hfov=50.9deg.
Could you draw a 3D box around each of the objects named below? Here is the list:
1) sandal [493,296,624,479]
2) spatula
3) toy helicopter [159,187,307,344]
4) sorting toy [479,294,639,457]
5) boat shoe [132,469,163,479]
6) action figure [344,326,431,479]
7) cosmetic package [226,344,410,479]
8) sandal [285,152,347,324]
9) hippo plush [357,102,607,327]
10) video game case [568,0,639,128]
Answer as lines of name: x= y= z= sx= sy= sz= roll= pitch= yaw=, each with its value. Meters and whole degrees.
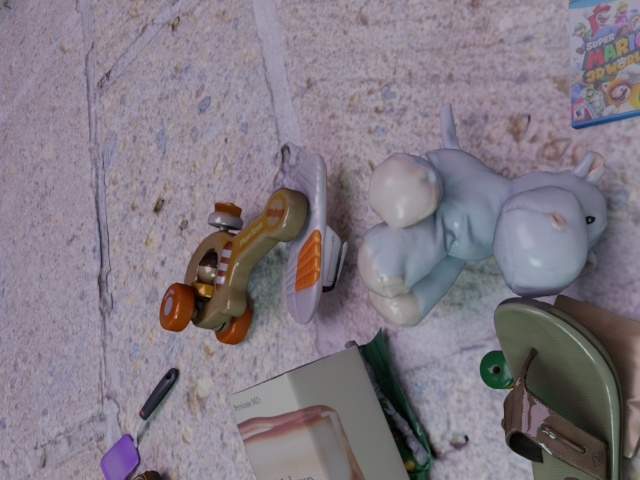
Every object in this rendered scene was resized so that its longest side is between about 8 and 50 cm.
sandal: x=0.240 y=0.203 z=0.679 sx=0.120 sy=0.086 sz=0.302 roll=-7 pitch=99 yaw=53
spatula: x=-0.361 y=0.372 z=1.352 sx=0.084 sy=0.030 sz=0.296 roll=48 pitch=113 yaw=40
toy helicopter: x=-0.134 y=0.010 z=1.125 sx=0.355 sy=0.140 sz=0.234 roll=-38 pitch=44 yaw=42
sorting toy: x=0.310 y=0.145 z=0.722 sx=0.275 sy=0.046 sz=0.132 roll=22 pitch=96 yaw=46
boat shoe: x=-0.395 y=0.580 z=1.269 sx=0.122 sy=0.120 sz=0.323 roll=42 pitch=110 yaw=42
action figure: x=0.083 y=0.249 z=0.919 sx=0.137 sy=0.064 sz=0.232 roll=-47 pitch=55 yaw=23
cosmetic package: x=0.014 y=0.303 z=0.853 sx=0.153 sy=0.129 sz=0.296 roll=-33 pitch=75 yaw=46
sandal: x=0.005 y=-0.001 z=1.038 sx=0.102 sy=0.076 sz=0.265 roll=-5 pitch=79 yaw=61
hippo plush: x=0.199 y=0.000 z=0.787 sx=0.237 sy=0.294 sz=0.234 roll=15 pitch=119 yaw=22
video game case: x=0.354 y=-0.223 z=0.793 sx=0.119 sy=0.015 sz=0.166 roll=-8 pitch=74 yaw=44
